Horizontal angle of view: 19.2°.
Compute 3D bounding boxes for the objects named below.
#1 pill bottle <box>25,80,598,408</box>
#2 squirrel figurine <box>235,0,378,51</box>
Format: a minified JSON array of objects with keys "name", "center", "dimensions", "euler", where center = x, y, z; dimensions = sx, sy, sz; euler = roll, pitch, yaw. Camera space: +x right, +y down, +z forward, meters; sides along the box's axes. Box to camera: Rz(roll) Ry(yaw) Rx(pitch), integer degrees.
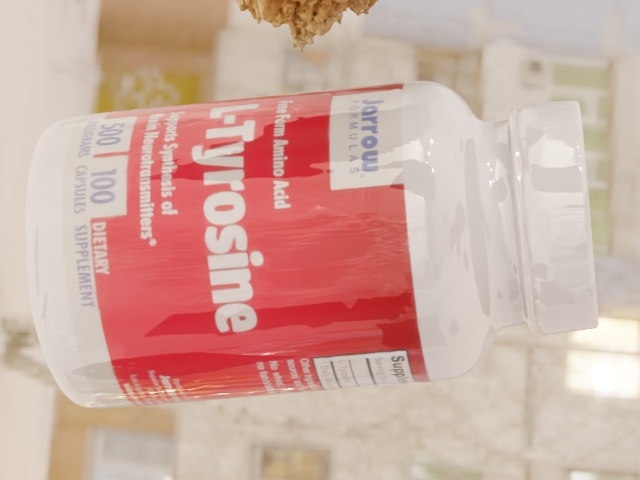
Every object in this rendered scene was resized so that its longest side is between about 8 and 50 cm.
[{"name":"pill bottle","center":[0.000,0.000,1.439],"dimensions":[0.229,0.407,0.229],"euler":[-6,90,-83]},{"name":"squirrel figurine","center":[-0.044,-0.337,1.285],"dimensions":[0.281,0.397,0.370],"euler":[-25,-167,43]}]
